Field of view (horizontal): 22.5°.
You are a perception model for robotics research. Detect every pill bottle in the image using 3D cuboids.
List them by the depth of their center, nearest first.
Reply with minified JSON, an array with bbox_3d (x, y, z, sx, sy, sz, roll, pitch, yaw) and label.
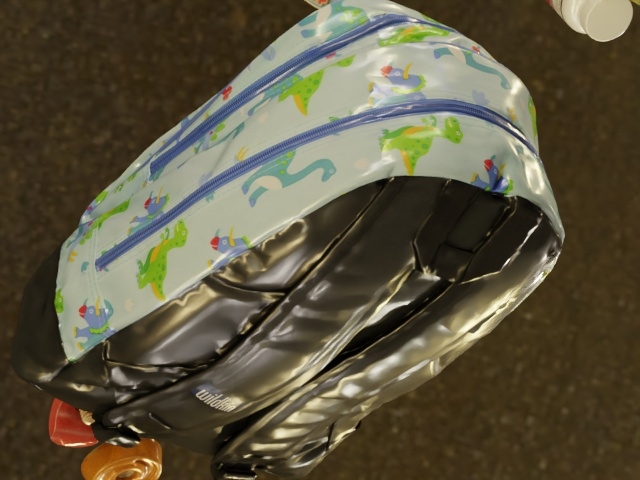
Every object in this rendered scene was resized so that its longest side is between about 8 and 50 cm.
[{"bbox_3d":[0.334,-0.316,2.043,0.086,0.152,0.086,-11,128,-14],"label":"pill bottle"}]

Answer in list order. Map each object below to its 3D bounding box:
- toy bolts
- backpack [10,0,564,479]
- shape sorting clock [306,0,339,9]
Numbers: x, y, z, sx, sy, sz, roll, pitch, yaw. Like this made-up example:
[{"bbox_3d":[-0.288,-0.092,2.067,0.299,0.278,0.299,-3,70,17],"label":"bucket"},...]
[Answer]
[{"bbox_3d":[-0.254,0.182,1.944,0.228,0.158,0.218,21,125,-43],"label":"toy bolts"},{"bbox_3d":[0.000,0.000,1.142,0.290,0.355,0.273,24,57,-32],"label":"backpack"},{"bbox_3d":[0.027,-0.430,2.336,0.040,0.206,0.206,-36,130,-55],"label":"shape sorting clock"}]
